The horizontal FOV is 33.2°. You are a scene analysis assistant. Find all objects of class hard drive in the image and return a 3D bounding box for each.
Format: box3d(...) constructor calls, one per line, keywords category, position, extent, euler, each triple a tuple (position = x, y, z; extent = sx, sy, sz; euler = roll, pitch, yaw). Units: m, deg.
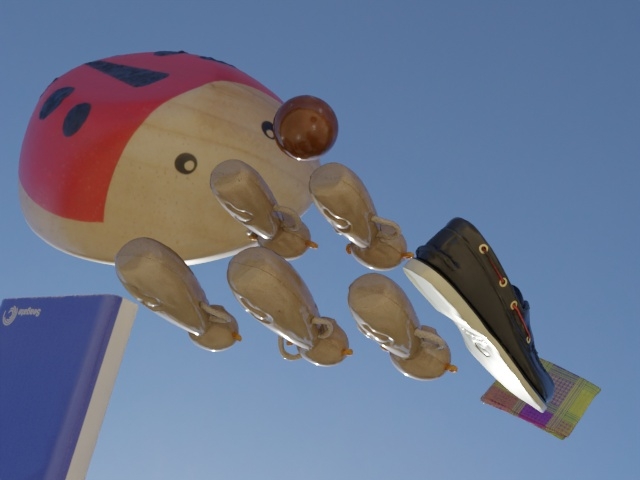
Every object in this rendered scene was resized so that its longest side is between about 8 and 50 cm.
box3d(category="hard drive", position=(-0.304, 0.210, 1.076), extent=(0.210, 0.319, 0.040), euler=(-5, -27, 42))

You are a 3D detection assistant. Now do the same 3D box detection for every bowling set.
box3d(category="bowling set", position=(0.000, 0.000, 0.869), extent=(0.287, 0.200, 0.154), euler=(10, -25, 33))

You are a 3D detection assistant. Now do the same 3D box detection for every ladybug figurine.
box3d(category="ladybug figurine", position=(-0.186, -0.107, 1.181), extent=(0.305, 0.449, 0.162), euler=(-28, -62, -29))

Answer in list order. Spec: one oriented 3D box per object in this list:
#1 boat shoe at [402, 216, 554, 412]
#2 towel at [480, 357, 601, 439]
box3d(category="boat shoe", position=(0.093, 0.043, 0.560), extent=(0.042, 0.049, 0.133), euler=(-46, -56, -11))
box3d(category="towel", position=(0.178, 0.124, 0.874), extent=(0.083, 0.060, 0.009), euler=(22, -32, 36))
